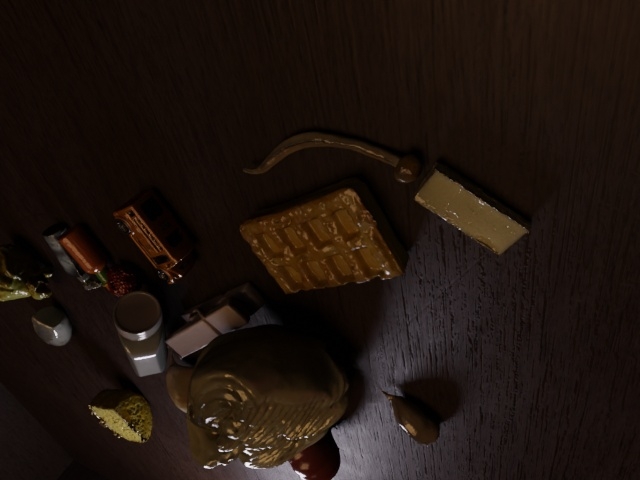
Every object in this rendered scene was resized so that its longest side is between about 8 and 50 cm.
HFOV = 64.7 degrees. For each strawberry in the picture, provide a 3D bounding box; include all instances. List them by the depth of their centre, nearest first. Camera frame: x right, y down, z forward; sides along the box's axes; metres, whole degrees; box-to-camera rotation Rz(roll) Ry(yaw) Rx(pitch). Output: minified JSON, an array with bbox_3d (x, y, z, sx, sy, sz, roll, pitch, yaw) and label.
[{"bbox_3d":[-0.492,0.099,1.264,0.096,0.083,0.083,31,140,16],"label":"strawberry"}]

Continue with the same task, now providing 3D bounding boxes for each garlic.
[{"bbox_3d":[0.193,0.381,1.061,0.084,0.066,0.152,-21,117,46],"label":"garlic"},{"bbox_3d":[-0.345,0.405,1.429,0.245,0.145,0.164,1,96,36],"label":"garlic"}]

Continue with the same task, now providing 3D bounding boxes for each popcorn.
[{"bbox_3d":[-0.886,0.097,1.484,0.195,0.168,0.173,11,136,-29],"label":"popcorn"}]

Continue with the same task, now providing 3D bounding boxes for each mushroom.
[{"bbox_3d":[0.001,-0.123,0.743,0.306,0.043,0.068,9,95,29],"label":"mushroom"},{"bbox_3d":[-0.913,0.314,1.738,0.118,0.103,0.270,36,145,0],"label":"mushroom"}]

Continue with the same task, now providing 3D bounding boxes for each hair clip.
[{"bbox_3d":[-0.247,0.185,1.162,0.331,0.101,0.085,-27,107,44],"label":"hair clip"}]

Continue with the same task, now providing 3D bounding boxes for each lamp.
[{"bbox_3d":[-0.018,0.518,1.277,0.182,0.140,0.182,55,180,0],"label":"lamp"}]

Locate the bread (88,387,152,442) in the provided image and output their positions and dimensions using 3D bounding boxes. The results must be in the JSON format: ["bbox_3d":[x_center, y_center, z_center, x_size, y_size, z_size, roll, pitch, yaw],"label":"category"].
[{"bbox_3d":[-0.724,0.629,1.875,0.160,0.147,0.261,-6,129,27],"label":"bread"}]

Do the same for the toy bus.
[{"bbox_3d":[-0.327,-0.005,1.042,0.088,0.083,0.194,-14,119,41],"label":"toy bus"}]

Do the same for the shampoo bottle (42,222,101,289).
[{"bbox_3d":[-0.653,0.050,1.340,0.063,0.057,0.208,4,133,22],"label":"shampoo bottle"}]

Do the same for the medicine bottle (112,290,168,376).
[{"bbox_3d":[-0.443,0.230,1.266,0.296,0.111,0.161,109,148,-58],"label":"medicine bottle"}]

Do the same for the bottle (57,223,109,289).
[{"bbox_3d":[-0.576,0.050,1.277,0.069,0.069,0.187,-7,122,39],"label":"bottle"}]

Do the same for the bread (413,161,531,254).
[{"bbox_3d":[0.204,-0.042,0.686,0.153,0.028,0.068,33,140,2],"label":"bread"}]

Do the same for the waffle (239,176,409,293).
[{"bbox_3d":[0.000,0.000,0.843,0.274,0.057,0.168,-14,118,42],"label":"waffle"}]

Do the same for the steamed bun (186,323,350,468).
[{"bbox_3d":[-0.127,0.311,1.068,0.339,0.352,0.247,-59,45,30],"label":"steamed bun"}]
